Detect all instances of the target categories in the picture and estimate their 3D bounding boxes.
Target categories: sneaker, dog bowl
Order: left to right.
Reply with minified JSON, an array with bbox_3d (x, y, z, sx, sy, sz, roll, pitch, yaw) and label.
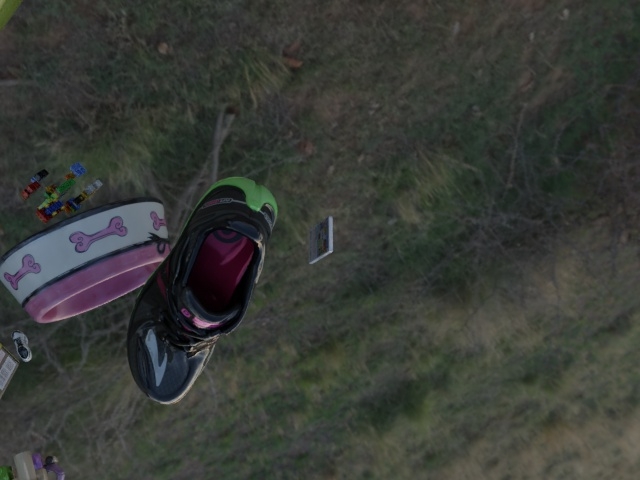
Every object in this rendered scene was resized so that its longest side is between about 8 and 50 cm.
[{"bbox_3d":[-0.739,0.259,1.699,0.032,0.083,0.037,-28,175,-17],"label":"sneaker"},{"bbox_3d":[-0.531,0.056,1.613,0.407,0.150,0.408,-26,174,-3],"label":"dog bowl"},{"bbox_3d":[-0.233,0.111,1.236,0.185,0.202,0.483,21,112,-12],"label":"sneaker"}]

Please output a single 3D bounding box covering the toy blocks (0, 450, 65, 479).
[{"bbox_3d":[-0.825,0.732,1.803,0.288,0.260,0.309,-19,163,-14],"label":"toy blocks"}]

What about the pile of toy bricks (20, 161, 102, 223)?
[{"bbox_3d":[-0.629,-0.102,1.623,0.105,0.118,0.212,-35,-169,30],"label":"pile of toy bricks"}]

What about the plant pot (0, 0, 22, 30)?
[{"bbox_3d":[-0.648,-0.529,1.193,0.366,0.366,0.353,19,92,-51],"label":"plant pot"}]

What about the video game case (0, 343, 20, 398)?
[{"bbox_3d":[-1.044,0.414,2.060,0.035,0.275,0.248,-2,137,18],"label":"video game case"}]

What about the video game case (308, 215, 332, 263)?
[{"bbox_3d":[0.000,0.000,1.641,0.011,0.087,0.122,7,162,-22],"label":"video game case"}]
